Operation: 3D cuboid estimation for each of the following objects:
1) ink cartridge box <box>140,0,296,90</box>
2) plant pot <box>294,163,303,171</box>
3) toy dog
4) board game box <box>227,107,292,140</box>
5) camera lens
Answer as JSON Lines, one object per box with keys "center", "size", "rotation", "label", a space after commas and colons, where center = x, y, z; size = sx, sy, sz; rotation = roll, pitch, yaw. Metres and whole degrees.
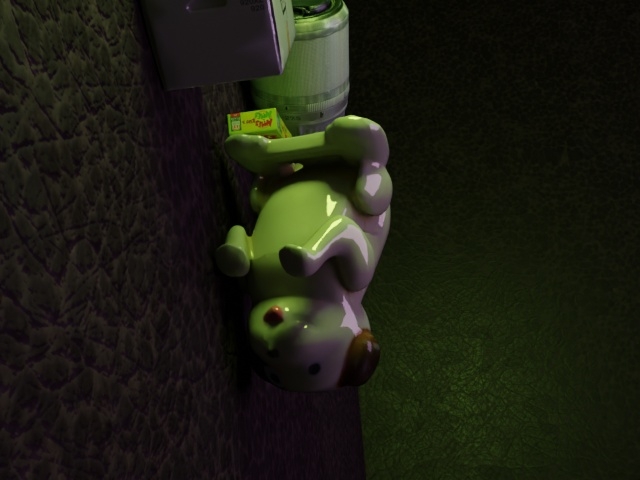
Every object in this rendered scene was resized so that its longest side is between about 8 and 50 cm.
{"center": [-0.137, -0.333, 1.044], "size": [0.233, 0.171, 0.168], "rotation": [-84, 165, -62], "label": "ink cartridge box"}
{"center": [-0.018, 0.016, 1.527], "size": [0.274, 0.256, 0.256], "rotation": [-66, 152, -45], "label": "plant pot"}
{"center": [-0.021, 0.054, 1.259], "size": [0.395, 0.284, 0.408], "rotation": [52, 41, -62], "label": "toy dog"}
{"center": [-0.114, -0.205, 1.445], "size": [0.181, 0.092, 0.043], "rotation": [47, 38, -79], "label": "board game box"}
{"center": [-0.048, -0.389, 1.588], "size": [0.219, 0.219, 0.274], "rotation": [-89, 177, -52], "label": "camera lens"}
